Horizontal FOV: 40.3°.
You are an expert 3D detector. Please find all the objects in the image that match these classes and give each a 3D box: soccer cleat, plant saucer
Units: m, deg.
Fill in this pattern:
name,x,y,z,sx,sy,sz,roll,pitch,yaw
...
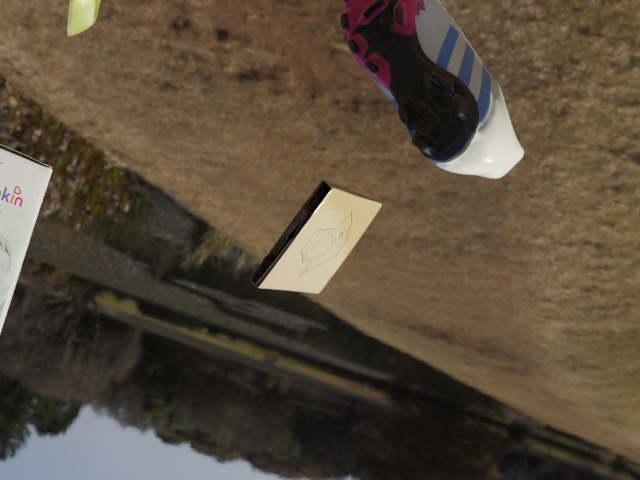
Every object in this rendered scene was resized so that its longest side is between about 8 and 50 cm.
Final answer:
name,x,y,z,sx,sy,sz,roll,pitch,yaw
soccer cleat,0.126,-0.200,1.015,0.143,0.331,0.116,16,133,-43
plant saucer,-0.342,-0.424,1.315,0.037,0.240,0.241,11,172,-13

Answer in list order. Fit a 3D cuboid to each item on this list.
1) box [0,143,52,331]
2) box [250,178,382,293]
name,x,y,z,sx,sy,sz,roll,pitch,yaw
box,-0.465,-0.005,1.039,0.262,0.231,0.127,7,169,43
box,0.000,0.000,1.194,0.021,0.164,0.201,40,-169,21
